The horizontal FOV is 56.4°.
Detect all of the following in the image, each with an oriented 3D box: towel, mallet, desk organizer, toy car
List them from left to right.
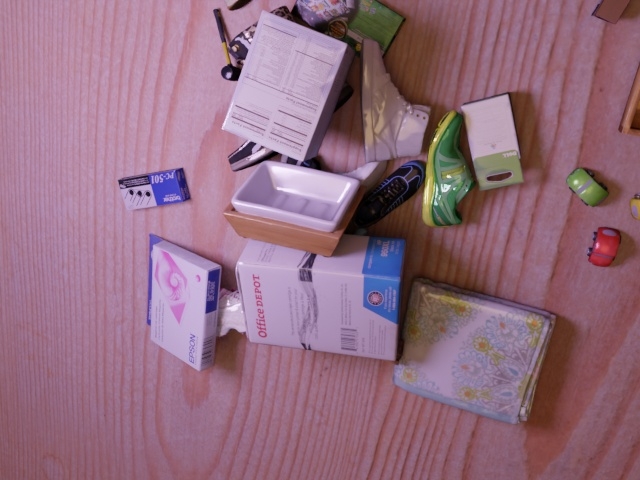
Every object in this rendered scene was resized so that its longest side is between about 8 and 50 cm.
[{"bbox_3d":[-0.248,-0.513,1.579,0.039,0.062,0.190,-12,88,22],"label":"mallet"},{"bbox_3d":[0.395,0.290,1.575,0.374,0.090,0.320,14,108,15],"label":"towel"},{"bbox_3d":[0.661,-0.074,1.377,0.225,0.053,0.239,43,115,2],"label":"toy car"},{"bbox_3d":[0.629,-0.523,1.250,0.050,0.047,0.130,29,114,6],"label":"desk organizer"}]

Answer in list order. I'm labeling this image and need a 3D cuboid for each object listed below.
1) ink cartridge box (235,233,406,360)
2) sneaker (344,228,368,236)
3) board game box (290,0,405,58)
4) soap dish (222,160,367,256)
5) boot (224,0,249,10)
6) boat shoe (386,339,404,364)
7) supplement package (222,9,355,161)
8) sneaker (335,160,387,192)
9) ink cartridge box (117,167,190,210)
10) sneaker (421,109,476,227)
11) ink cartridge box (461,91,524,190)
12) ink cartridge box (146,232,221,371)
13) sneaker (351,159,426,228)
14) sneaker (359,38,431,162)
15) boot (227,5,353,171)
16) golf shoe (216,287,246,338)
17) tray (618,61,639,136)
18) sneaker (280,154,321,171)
[{"bbox_3d":[0.009,0.133,1.520,0.395,0.166,0.285,6,129,10],"label":"ink cartridge box"},{"bbox_3d":[0.000,0.000,1.622,0.283,0.110,0.122,5,102,9],"label":"sneaker"},{"bbox_3d":[0.064,-0.547,1.456,0.259,0.030,0.136,35,113,6],"label":"board game box"},{"bbox_3d":[-0.056,-0.079,1.459,0.291,0.229,0.118,13,130,15],"label":"soap dish"},{"bbox_3d":[-0.188,-0.698,1.473,0.213,0.077,0.165,-30,93,28],"label":"boot"},{"bbox_3d":[0.144,0.280,1.649,0.207,0.073,0.073,12,84,42],"label":"boat shoe"},{"bbox_3d":[-0.065,-0.341,1.347,0.198,0.199,0.263,23,104,3],"label":"supplement package"},{"bbox_3d":[0.080,-0.154,1.556,0.212,0.080,0.094,-48,66,22],"label":"sneaker"},{"bbox_3d":[-0.494,-0.152,1.772,0.207,0.046,0.097,-7,105,21],"label":"ink cartridge box"},{"bbox_3d":[0.318,-0.171,1.451,0.123,0.109,0.295,7,117,11],"label":"sneaker"},{"bbox_3d":[0.410,-0.233,1.412,0.109,0.062,0.209,-10,103,22],"label":"ink cartridge box"},{"bbox_3d":[-0.438,0.179,1.788,0.330,0.071,0.324,20,113,33],"label":"ink cartridge box"},{"bbox_3d":[0.172,-0.110,1.521,0.081,0.090,0.232,46,116,1],"label":"sneaker"},{"bbox_3d":[0.180,-0.340,1.439,0.169,0.108,0.292,-5,109,3],"label":"sneaker"},{"bbox_3d":[-0.139,-0.376,1.522,0.377,0.138,0.284,-33,95,22],"label":"boot"},{"bbox_3d":[-0.237,0.202,1.759,0.306,0.115,0.140,-13,99,22],"label":"golf shoe"},{"bbox_3d":[0.865,-0.283,1.228,0.411,0.076,0.203,14,111,14],"label":"tray"},{"bbox_3d":[-0.055,-0.128,1.605,0.121,0.079,0.217,12,117,7],"label":"sneaker"}]
